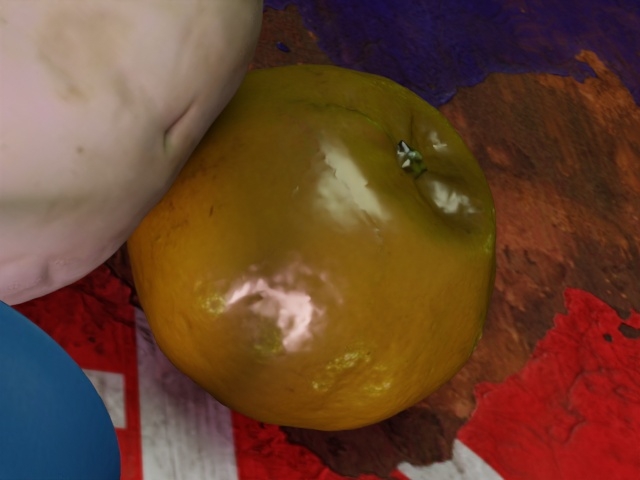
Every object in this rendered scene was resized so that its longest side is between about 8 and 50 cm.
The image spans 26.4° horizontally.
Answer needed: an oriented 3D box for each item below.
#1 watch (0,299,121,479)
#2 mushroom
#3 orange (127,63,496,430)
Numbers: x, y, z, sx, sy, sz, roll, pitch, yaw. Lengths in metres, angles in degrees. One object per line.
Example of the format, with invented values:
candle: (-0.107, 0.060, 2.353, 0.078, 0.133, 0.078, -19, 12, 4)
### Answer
watch: (-0.241, 0.102, 0.685, 0.274, 0.305, 0.241, 18, 40, 0)
mushroom: (-0.201, -0.130, 0.851, 0.325, 0.353, 0.353, 3, 41, 3)
orange: (0.000, 0.000, 0.986, 0.279, 0.235, 0.279, 17, 47, -19)
